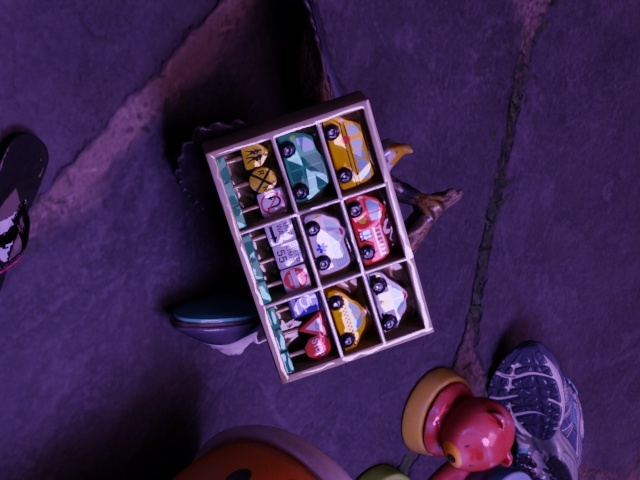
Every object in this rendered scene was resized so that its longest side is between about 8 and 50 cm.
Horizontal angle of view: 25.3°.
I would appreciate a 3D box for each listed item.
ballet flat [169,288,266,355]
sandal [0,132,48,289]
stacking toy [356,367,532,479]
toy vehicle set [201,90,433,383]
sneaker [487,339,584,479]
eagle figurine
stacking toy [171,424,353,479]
[{"bbox_3d":[-0.078,0.085,1.535,0.203,0.074,0.074,-21,121,-45],"label":"ballet flat"},{"bbox_3d":[-0.287,-0.010,1.277,0.067,0.040,0.179,24,87,-51],"label":"sandal"},{"bbox_3d":[0.174,0.360,1.888,0.279,0.130,0.309,-48,136,-24],"label":"stacking toy"},{"bbox_3d":[0.000,0.000,1.418,0.166,0.035,0.266,-20,115,-5],"label":"toy vehicle set"},{"bbox_3d":[0.316,0.232,2.039,0.122,0.110,0.283,-59,145,-40],"label":"sneaker"},{"bbox_3d":[0.009,-0.090,1.503,0.298,0.225,0.226,39,29,-19],"label":"eagle figurine"},{"bbox_3d":[-0.179,0.398,1.348,0.480,0.351,0.350,-15,116,-41],"label":"stacking toy"}]
